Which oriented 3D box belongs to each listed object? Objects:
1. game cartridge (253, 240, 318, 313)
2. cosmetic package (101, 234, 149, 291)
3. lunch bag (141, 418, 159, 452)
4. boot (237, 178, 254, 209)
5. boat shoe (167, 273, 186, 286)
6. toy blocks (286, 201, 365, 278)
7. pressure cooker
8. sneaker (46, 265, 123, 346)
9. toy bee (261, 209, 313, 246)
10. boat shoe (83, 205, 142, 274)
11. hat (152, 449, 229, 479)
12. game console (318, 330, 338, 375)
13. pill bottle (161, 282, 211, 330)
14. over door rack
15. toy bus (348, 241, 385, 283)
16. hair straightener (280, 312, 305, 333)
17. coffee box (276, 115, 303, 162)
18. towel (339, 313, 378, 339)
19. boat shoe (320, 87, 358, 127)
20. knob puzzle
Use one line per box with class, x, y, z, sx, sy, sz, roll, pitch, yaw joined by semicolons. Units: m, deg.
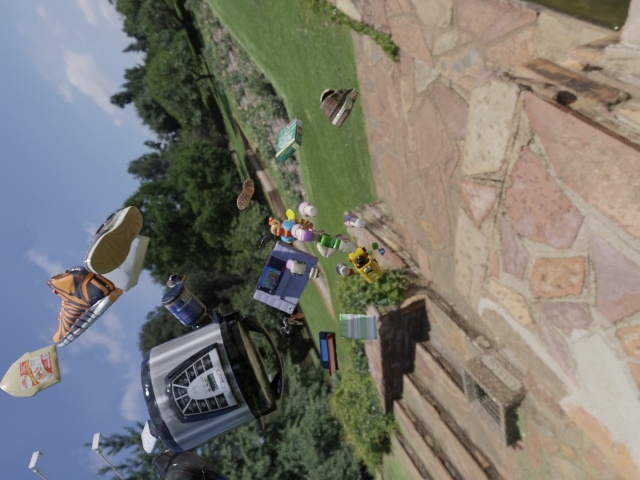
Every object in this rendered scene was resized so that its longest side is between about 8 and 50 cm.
game cartridge;-0.182;0.191;2.065;0.068;0.230;0.355;-85;18;-62
cosmetic package;-0.837;0.081;1.735;0.224;0.138;0.224;-176;100;-77
lunch bag;-0.558;0.651;1.365;0.083;0.053;0.071;44;116;50
boot;-0.362;-0.215;2.017;0.085;0.059;0.158;100;-172;-73
boat shoe;-0.694;0.183;1.953;0.049;0.152;0.056;42;-133;-30
toy blocks;0.000;0.000;1.839;0.260;0.288;0.309;-151;75;-70
pressure cooker;-0.345;0.457;1.402;0.376;0.420;0.370;-124;16;-50
sneaker;-0.768;0.189;1.272;0.180;0.321;0.125;46;-161;-12
toy bee;-0.194;-0.080;2.160;0.162;0.298;0.195;48;118;40
boat shoe;-0.637;0.000;1.244;0.285;0.092;0.103;-85;-21;-49
hat;-0.521;0.962;1.575;0.134;0.330;0.332;-68;-34;-57
game console;0.017;0.420;1.535;0.124;0.085;0.144;-9;85;47
pill bottle;-0.594;0.306;1.840;0.219;0.122;0.123;55;177;-26
over door rack;-0.862;0.875;1.480;0.108;0.239;0.325;-117;14;-64
toy bus;0.214;0.115;1.961;0.104;0.202;0.191;-111;24;-55
hair straightener;-0.127;0.380;1.829;0.230;0.047;0.089;11;-87;-77
coffee box;-0.120;-0.400;1.612;0.040;0.113;0.184;35;-143;-30
towel;0.153;0.342;1.642;0.113;0.151;0.023;-89;5;-47
boat shoe;0.051;-0.418;1.214;0.095;0.095;0.257;31;-154;-9
knob puzzle;-1.091;0.507;1.545;0.030;0.213;0.213;94;154;-48
